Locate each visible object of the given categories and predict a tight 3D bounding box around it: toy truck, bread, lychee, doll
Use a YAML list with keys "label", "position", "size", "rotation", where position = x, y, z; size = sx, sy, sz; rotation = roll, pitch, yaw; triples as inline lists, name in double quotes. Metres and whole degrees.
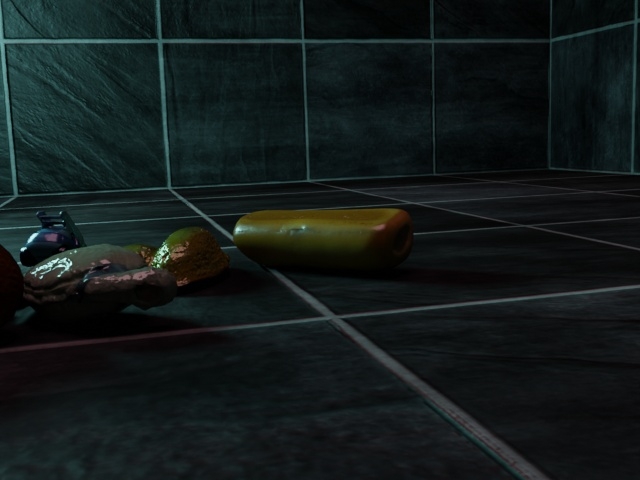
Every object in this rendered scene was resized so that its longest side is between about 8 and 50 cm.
- label: "toy truck"
  position: [-0.324, 0.024, 0.953]
  size: [0.063, 0.074, 0.136]
  rotation: [0, -33, 4]
- label: "bread"
  position: [0.000, 0.000, 0.959]
  size: [0.239, 0.074, 0.092]
  rotation: [2, 25, 33]
- label: "lychee"
  position: [-0.318, 0.036, 0.649]
  size: [0.114, 0.101, 0.140]
  rotation: [38, -14, -7]
- label: "doll"
  position: [-0.230, 0.041, 0.732]
  size: [0.214, 0.072, 0.103]
  rotation: [-1, 6, 35]
- label: "bread"
  position: [-0.192, 0.019, 0.926]
  size: [0.149, 0.065, 0.187]
  rotation: [-5, 9, 13]
